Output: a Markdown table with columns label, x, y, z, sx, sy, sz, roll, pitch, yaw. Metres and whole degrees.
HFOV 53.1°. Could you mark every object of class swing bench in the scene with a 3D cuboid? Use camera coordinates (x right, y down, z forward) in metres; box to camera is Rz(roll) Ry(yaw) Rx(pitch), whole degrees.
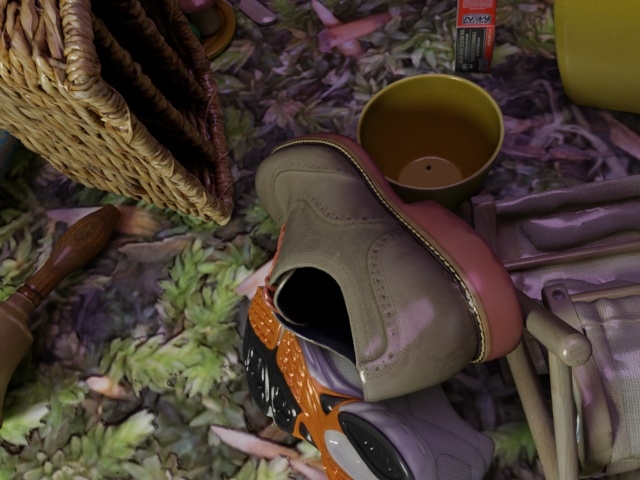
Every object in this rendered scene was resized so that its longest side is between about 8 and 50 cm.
| label | x | y | z | sx | sy | sz | roll | pitch | yaw |
| --- | --- | --- | --- | --- | --- | --- | --- | --- | --- |
| swing bench | 0.264 | 0.058 | 0.465 | 0.253 | 0.165 | 0.255 | -10 | 22 | 6 |

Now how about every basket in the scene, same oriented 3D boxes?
| label | x | y | z | sx | sy | sz | roll | pitch | yaw |
| --- | --- | --- | --- | --- | --- | --- | --- | --- | --- |
| basket | -0.184 | -0.175 | 0.606 | 0.222 | 0.299 | 0.214 | 16 | 75 | 20 |

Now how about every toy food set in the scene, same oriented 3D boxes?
| label | x | y | z | sx | sy | sz | roll | pitch | yaw |
| --- | --- | --- | --- | --- | --- | --- | --- | --- | --- |
| toy food set | -0.181 | -0.284 | 0.806 | 0.217 | 0.071 | 0.128 | -32 | 60 | -8 |

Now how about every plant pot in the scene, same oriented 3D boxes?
| label | x | y | z | sx | sy | sz | roll | pitch | yaw |
| --- | --- | --- | --- | --- | --- | --- | --- | --- | --- |
| plant pot | 0.107 | -0.081 | 0.626 | 0.134 | 0.095 | 0.134 | -4 | 61 | 8 |
| plant pot | 0.337 | -0.236 | 0.619 | 0.212 | 0.187 | 0.212 | 12 | 63 | 17 |

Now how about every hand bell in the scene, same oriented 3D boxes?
| label | x | y | z | sx | sy | sz | roll | pitch | yaw |
| --- | --- | --- | --- | --- | --- | --- | --- | --- | --- |
| hand bell | -0.281 | 0.049 | 0.633 | 0.126 | 0.126 | 0.242 | 21 | 55 | 20 |

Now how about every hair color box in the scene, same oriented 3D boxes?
| label | x | y | z | sx | sy | sz | roll | pitch | yaw |
| --- | --- | --- | --- | --- | --- | --- | --- | --- | --- |
| hair color box | 0.179 | -0.269 | 0.734 | 0.043 | 0.072 | 0.141 | 4 | 63 | 12 |

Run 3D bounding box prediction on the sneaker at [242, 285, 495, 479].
| label | x | y | z | sx | sy | sz | roll | pitch | yaw |
| --- | --- | --- | --- | --- | --- | --- | --- | --- | --- |
| sneaker | 0.030 | 0.125 | 0.539 | 0.121 | 0.099 | 0.262 | -3 | 32 | -37 |

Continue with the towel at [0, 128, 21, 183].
| label | x | y | z | sx | sy | sz | roll | pitch | yaw |
| --- | --- | --- | --- | --- | --- | --- | --- | --- | --- |
| towel | -0.472 | -0.065 | 0.713 | 0.271 | 0.040 | 0.370 | -7 | 46 | 6 |

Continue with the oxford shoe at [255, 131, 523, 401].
| label | x | y | z | sx | sy | sz | roll | pitch | yaw |
| --- | --- | --- | --- | --- | --- | --- | --- | --- | --- |
| oxford shoe | 0.000 | 0.000 | 0.522 | 0.130 | 0.123 | 0.348 | -24 | 29 | -17 |
